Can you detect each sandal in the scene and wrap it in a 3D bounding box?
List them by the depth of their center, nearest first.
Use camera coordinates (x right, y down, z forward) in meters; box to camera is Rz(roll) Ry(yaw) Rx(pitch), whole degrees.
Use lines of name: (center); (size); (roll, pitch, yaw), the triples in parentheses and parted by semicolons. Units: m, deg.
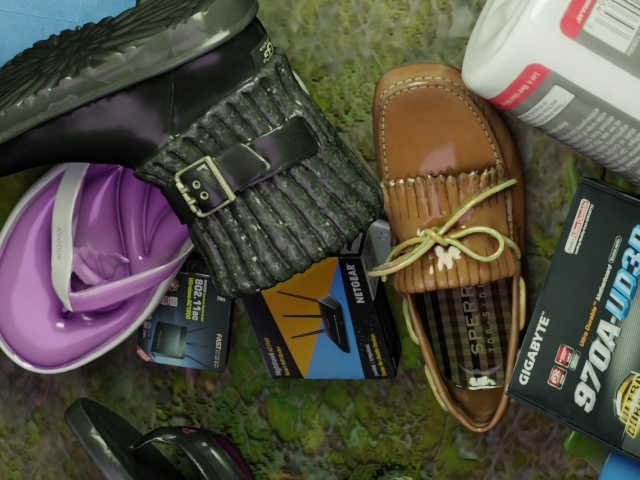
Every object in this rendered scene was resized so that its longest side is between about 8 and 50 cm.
sandal: (-0.182, -0.023, 1.794); (0.169, 0.102, 0.416); (42, 112, -6)
sandal: (-0.088, 0.287, 2.002); (0.107, 0.167, 0.446); (-44, 114, 4)

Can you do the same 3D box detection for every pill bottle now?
pill bottle: (0.295, -0.132, 1.627); (0.318, 0.176, 0.176); (29, 123, -11)

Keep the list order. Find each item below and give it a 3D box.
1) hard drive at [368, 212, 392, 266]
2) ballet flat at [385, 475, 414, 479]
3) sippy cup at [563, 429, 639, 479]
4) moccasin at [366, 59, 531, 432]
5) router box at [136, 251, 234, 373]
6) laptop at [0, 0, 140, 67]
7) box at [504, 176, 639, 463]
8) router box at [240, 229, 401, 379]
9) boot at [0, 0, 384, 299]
hard drive: (0.000, 0.000, 1.855); (0.135, 0.022, 0.094); (16, 125, -2)
ballet flat: (0.162, 0.444, 2.067); (0.182, 0.164, 0.483); (-29, 115, 5)
sippy cup: (0.369, 0.268, 1.811); (0.305, 0.240, 0.224); (-4, 153, 27)
moccasin: (0.118, 0.010, 1.767); (0.139, 0.147, 0.380); (-1, 124, 9)
router box: (-0.133, 0.069, 1.912); (0.092, 0.038, 0.122); (8, 125, 2)
laptop: (-0.349, -0.281, 1.595); (0.382, 0.408, 0.236); (9, 91, 2)
box: (0.281, 0.073, 1.742); (0.175, 0.051, 0.220); (26, 103, 36)
router box: (-0.003, 0.063, 1.857); (0.133, 0.046, 0.179); (-1, 136, 17)
boot: (-0.144, -0.061, 1.676); (0.348, 0.131, 0.260); (-18, 118, 27)
